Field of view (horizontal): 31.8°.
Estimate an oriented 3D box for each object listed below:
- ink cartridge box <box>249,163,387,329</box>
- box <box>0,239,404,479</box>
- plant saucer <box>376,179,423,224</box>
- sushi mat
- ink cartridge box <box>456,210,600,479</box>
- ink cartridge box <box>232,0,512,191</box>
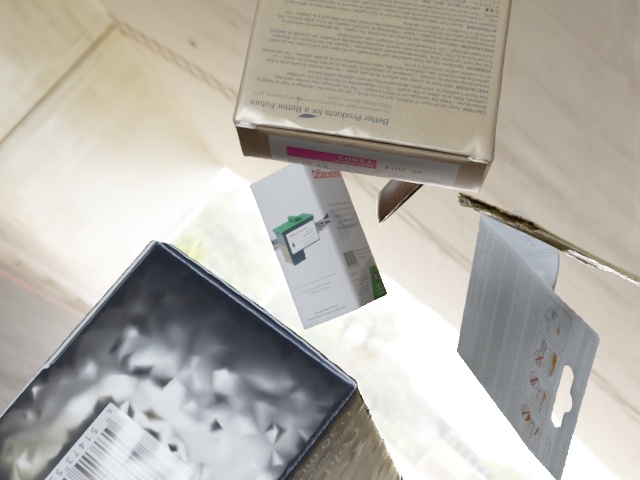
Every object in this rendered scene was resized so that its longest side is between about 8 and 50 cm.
[{"bbox_3d":[0.000,0.000,1.594,0.219,0.093,0.160,69,18,3],"label":"ink cartridge box"},{"bbox_3d":[-0.174,0.333,1.302,0.297,0.480,0.472,35,-13,20],"label":"box"},{"bbox_3d":[0.144,-0.102,1.604,0.036,0.198,0.198,47,-5,3],"label":"plant saucer"},{"bbox_3d":[0.336,0.009,1.545,0.316,0.019,0.151,22,3,-39],"label":"sushi mat"},{"bbox_3d":[0.372,0.172,1.933,0.385,0.091,0.308,-126,-145,-52],"label":"ink cartridge box"},{"bbox_3d":[0.052,-0.161,1.049,0.235,0.193,0.088,10,-17,4],"label":"ink cartridge box"}]
